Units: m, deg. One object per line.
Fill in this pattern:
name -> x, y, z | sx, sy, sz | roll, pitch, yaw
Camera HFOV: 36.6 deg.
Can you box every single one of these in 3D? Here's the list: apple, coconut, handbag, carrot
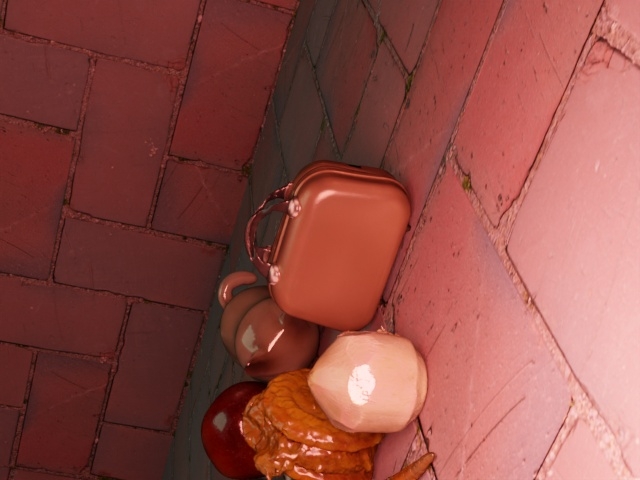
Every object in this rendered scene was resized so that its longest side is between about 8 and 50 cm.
apple -> -0.161, 0.432, 2.194 | 0.201, 0.218, 0.218 | -32, 44, 42
coconut -> 0.067, 0.215, 1.504 | 0.171, 0.183, 0.170 | -167, 90, -73
handbag -> 0.000, 0.000, 1.762 | 0.149, 0.283, 0.301 | -109, 34, -63
carrot -> 0.115, 0.381, 1.480 | 0.254, 0.049, 0.049 | 122, 157, -45

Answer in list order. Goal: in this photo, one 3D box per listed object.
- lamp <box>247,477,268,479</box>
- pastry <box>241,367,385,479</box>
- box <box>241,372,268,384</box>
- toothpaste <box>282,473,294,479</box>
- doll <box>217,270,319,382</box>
lamp -> -0.155, 0.666, 2.066 | 0.130, 0.109, 0.371 | -88, 4, -53
pastry -> -0.007, 0.308, 1.630 | 0.132, 0.235, 0.240 | -70, 24, 13
box -> -0.156, 0.388, 2.496 | 0.200, 0.088, 0.146 | -107, 31, -67
toothpaste -> -0.054, 0.553, 1.990 | 0.099, 0.061, 0.392 | 151, 127, -72
doll -> -0.118, 0.217, 2.250 | 0.215, 0.226, 0.370 | -48, 23, -5
